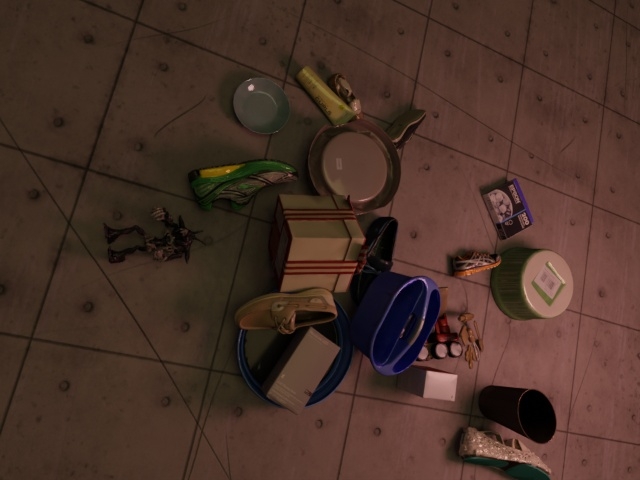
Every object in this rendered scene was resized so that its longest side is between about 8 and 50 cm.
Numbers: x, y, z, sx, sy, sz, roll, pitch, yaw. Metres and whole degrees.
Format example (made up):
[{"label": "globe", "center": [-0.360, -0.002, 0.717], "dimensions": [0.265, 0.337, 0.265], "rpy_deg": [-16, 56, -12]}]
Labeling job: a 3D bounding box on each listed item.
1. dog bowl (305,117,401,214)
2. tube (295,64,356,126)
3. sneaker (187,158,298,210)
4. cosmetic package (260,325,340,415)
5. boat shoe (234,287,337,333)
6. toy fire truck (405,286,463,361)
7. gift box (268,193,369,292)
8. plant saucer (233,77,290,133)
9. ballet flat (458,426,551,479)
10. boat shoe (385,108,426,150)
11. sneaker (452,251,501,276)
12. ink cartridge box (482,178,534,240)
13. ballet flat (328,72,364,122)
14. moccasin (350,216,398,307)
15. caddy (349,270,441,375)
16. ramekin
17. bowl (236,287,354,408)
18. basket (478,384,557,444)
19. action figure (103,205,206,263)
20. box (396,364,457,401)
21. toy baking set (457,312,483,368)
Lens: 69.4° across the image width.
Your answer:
[{"label": "dog bowl", "center": [0.106, -0.249, 1.618], "dimensions": [0.349, 0.102, 0.348], "rpy_deg": [3, 83, -21]}, {"label": "tube", "center": [0.015, -0.506, 1.630], "dimensions": [0.240, 0.070, 0.062], "rpy_deg": [47, 57, -13]}, {"label": "sneaker", "center": [-0.235, -0.177, 1.478], "dimensions": [0.344, 0.134, 0.146], "rpy_deg": [-12, 96, -13]}, {"label": "cosmetic package", "center": [-0.060, 0.387, 1.405], "dimensions": [0.127, 0.107, 0.237], "rpy_deg": [36, 76, -11]}, {"label": "boat shoe", "center": [-0.102, 0.220, 1.370], "dimensions": [0.303, 0.098, 0.109], "rpy_deg": [-9, 131, -9]}, {"label": "toy fire truck", "center": [0.389, 0.302, 1.657], "dimensions": [0.217, 0.158, 0.246], "rpy_deg": [0, 73, -21]}, {"label": "gift box", "center": [0.000, 0.000, 1.417], "dimensions": [0.259, 0.276, 0.255], "rpy_deg": [1, 44, -20]}, {"label": "plant saucer", "center": [-0.199, -0.447, 1.554], "dimensions": [0.195, 0.037, 0.194], "rpy_deg": [3, 83, -21]}, {"label": "ballet flat", "center": [0.695, 0.792, 1.729], "dimensions": [0.409, 0.147, 0.146], "rpy_deg": [24, 76, -18]}, {"label": "boat shoe", "center": [0.320, -0.418, 1.745], "dimensions": [0.233, 0.084, 0.079], "rpy_deg": [-47, 140, -26]}, {"label": "sneaker", "center": [0.606, 0.079, 1.790], "dimensions": [0.215, 0.084, 0.083], "rpy_deg": [-14, 85, -21]}, {"label": "ink cartridge box", "center": [0.788, -0.133, 1.902], "dimensions": [0.208, 0.045, 0.206], "rpy_deg": [-26, 94, -23]}, {"label": "ballet flat", "center": [0.099, -0.508, 1.660], "dimensions": [0.073, 0.067, 0.206], "rpy_deg": [-39, 99, -21]}, {"label": "moccasin", "center": [0.186, 0.071, 1.607], "dimensions": [0.138, 0.117, 0.341], "rpy_deg": [14, 80, -19]}, {"label": "caddy", "center": [0.253, 0.264, 1.495], "dimensions": [0.241, 0.179, 0.341], "rpy_deg": [30, 86, -38]}, {"label": "ramekin", "center": [0.848, 0.171, 1.837], "dimensions": [0.304, 0.148, 0.302], "rpy_deg": [2, 83, -21]}, {"label": "bowl", "center": [-0.082, 0.337, 1.497], "dimensions": [0.392, 0.077, 0.390], "rpy_deg": [2, 84, -21]}, {"label": "basket", "center": [0.706, 0.617, 1.693], "dimensions": [0.154, 0.227, 0.204], "rpy_deg": [-36, 97, -21]}, {"label": "action figure", "center": [-0.474, -0.005, 1.348], "dimensions": [0.276, 0.141, 0.163], "rpy_deg": [-9, 76, -20]}, {"label": "box", "center": [0.366, 0.488, 1.604], "dimensions": [0.130, 0.170, 0.090], "rpy_deg": [13, 80, -20]}, {"label": "toy baking set", "center": [0.551, 0.362, 1.708], "dimensions": [0.256, 0.030, 0.196], "rpy_deg": [0, 84, -57]}]
